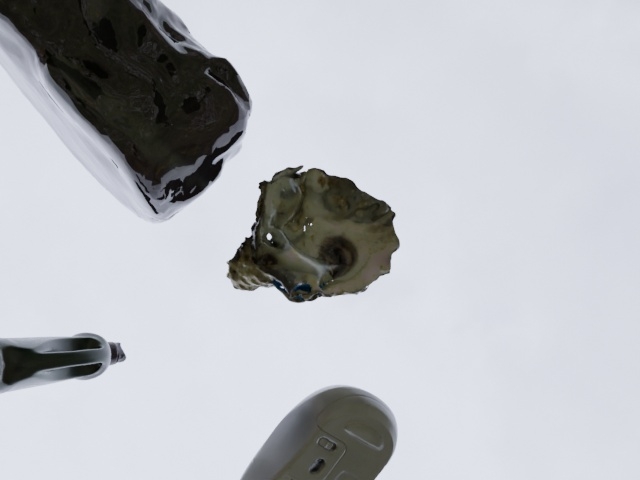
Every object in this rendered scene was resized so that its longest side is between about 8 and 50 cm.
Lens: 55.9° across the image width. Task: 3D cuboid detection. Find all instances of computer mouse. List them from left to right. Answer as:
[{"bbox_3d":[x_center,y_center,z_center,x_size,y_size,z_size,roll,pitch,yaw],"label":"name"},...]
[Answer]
[{"bbox_3d":[-0.015,0.343,0.924,0.184,0.121,0.296,32,-84,-27],"label":"computer mouse"}]

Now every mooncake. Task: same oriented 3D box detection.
[{"bbox_3d":[-0.270,-0.217,0.781,0.212,0.351,0.381,-43,-64,-25],"label":"mooncake"}]

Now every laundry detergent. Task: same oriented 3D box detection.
[{"bbox_3d":[-0.379,0.176,0.893,0.222,0.144,0.078,7,-105,-51],"label":"laundry detergent"}]

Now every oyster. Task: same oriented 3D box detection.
[{"bbox_3d":[0.000,0.000,0.842,0.223,0.083,0.214,25,-118,-9],"label":"oyster"}]
